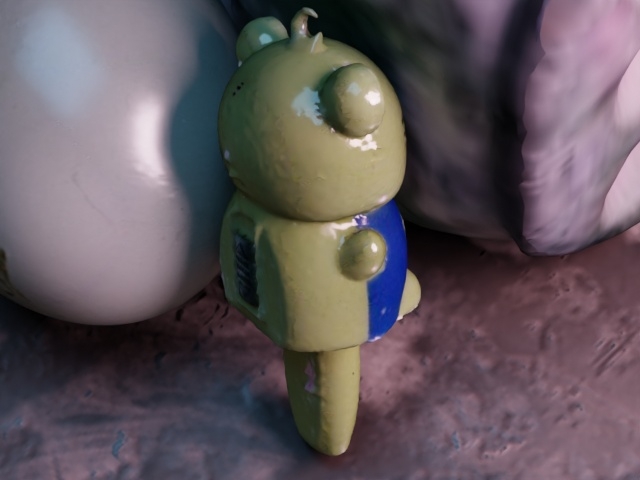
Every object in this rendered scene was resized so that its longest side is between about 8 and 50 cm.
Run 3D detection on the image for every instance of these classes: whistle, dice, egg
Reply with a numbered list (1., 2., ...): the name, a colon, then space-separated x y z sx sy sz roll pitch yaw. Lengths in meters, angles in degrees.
1. whistle: 0.000 0.000 0.764 0.085 0.227 0.105 -19 31 -26
2. dice: 0.101 -0.220 0.833 0.330 0.328 0.348 -35 60 -17
3. egg: -0.131 -0.081 0.841 0.183 0.183 0.264 -22 70 -10
